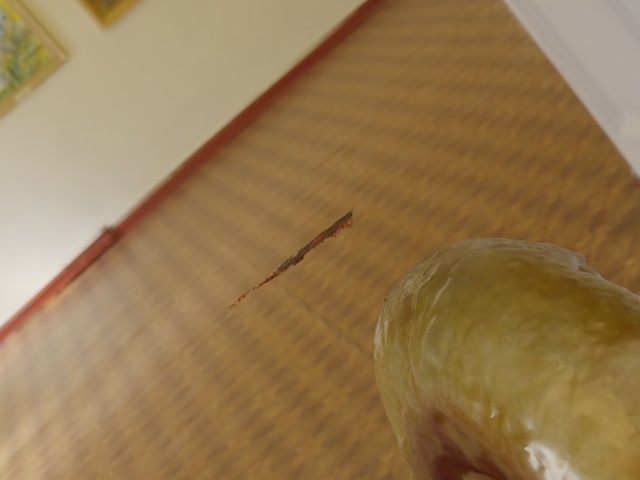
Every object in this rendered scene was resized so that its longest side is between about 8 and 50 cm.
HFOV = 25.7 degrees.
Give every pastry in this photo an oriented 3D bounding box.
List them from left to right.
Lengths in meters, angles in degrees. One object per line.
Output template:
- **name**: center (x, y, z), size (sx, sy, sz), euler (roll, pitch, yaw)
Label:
- **pastry**: center (0.166, 0.145, 0.854), size (0.164, 0.356, 0.356), euler (-32, 13, -15)

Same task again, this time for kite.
- **kite**: center (-0.001, -0.001, 1.393), size (0.222, 0.008, 0.125), euler (-35, -5, -45)
